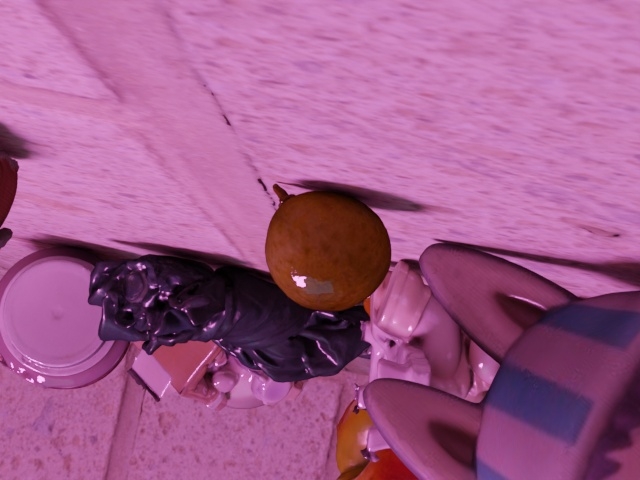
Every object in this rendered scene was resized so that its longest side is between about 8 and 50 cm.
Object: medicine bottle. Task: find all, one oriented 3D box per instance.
[{"bbox_3d":[-0.255,0.078,1.672,0.147,0.147,0.247,12,173,-6],"label":"medicine bottle"}]

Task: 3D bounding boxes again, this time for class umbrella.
[{"bbox_3d":[-0.054,0.080,1.563,0.143,0.094,0.349,11,177,42],"label":"umbrella"}]

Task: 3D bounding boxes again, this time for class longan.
[{"bbox_3d":[0.000,0.000,0.939,0.083,0.075,0.075,53,-173,18],"label":"longan"}]

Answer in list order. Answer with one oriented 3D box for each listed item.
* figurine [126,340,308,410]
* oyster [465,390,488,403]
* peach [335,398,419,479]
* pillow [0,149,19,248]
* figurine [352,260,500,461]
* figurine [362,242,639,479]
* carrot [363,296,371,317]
[{"bbox_3d":[-0.100,0.117,1.877,0.162,0.141,0.237,41,-166,33],"label":"figurine"},{"bbox_3d":[0.205,0.147,1.449,0.361,0.096,0.221,15,141,-19],"label":"oyster"},{"bbox_3d":[0.231,0.254,1.935,0.380,0.242,0.306,29,146,-23],"label":"peach"},{"bbox_3d":[-0.242,0.012,0.987,0.075,0.179,0.171,41,174,4],"label":"pillow"},{"bbox_3d":[0.155,0.106,1.226,0.257,0.144,0.182,9,171,-6],"label":"figurine"},{"bbox_3d":[0.234,0.095,1.019,0.378,0.266,0.361,42,-151,13],"label":"figurine"},{"bbox_3d":[0.078,0.068,1.428,0.048,0.048,0.139,6,169,40],"label":"carrot"}]
